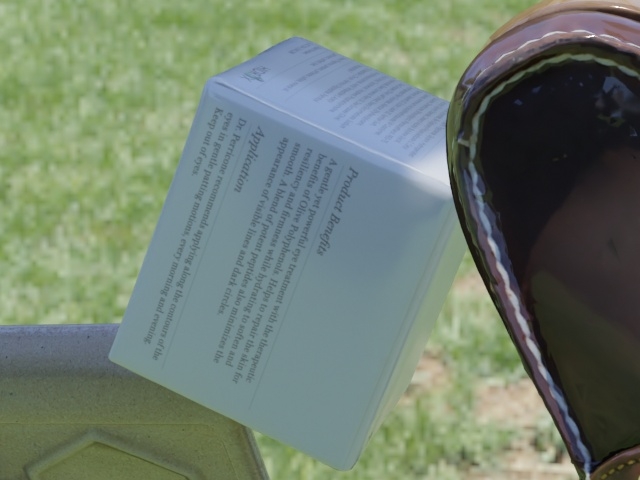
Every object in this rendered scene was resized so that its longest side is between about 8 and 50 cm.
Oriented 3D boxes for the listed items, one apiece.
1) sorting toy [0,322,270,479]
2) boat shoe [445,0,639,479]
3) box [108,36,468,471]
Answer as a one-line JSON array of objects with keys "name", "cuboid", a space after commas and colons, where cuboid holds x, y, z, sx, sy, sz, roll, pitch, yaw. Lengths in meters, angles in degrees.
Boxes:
[{"name": "sorting toy", "cuboid": [-0.064, 0.135, 0.708, 0.307, 0.229, 0.041, -2, 33, 20]}, {"name": "boat shoe", "cuboid": [0.091, 0.048, 0.318, 0.073, 0.207, 0.073, -36, 3, 25]}, {"name": "box", "cuboid": [0.000, 0.000, 0.579, 0.087, 0.101, 0.102, 25, 20, 9]}]
